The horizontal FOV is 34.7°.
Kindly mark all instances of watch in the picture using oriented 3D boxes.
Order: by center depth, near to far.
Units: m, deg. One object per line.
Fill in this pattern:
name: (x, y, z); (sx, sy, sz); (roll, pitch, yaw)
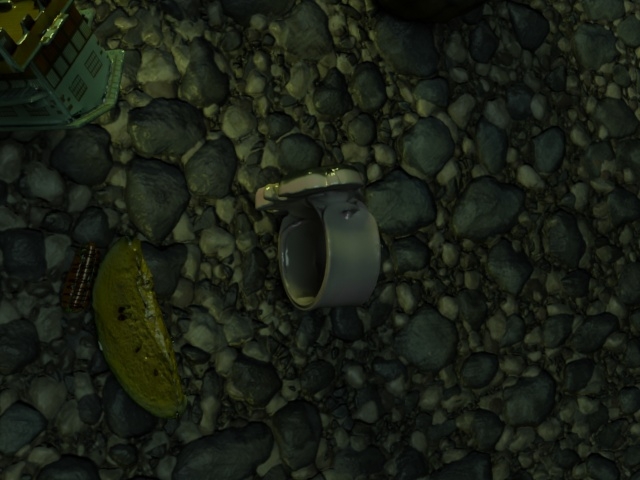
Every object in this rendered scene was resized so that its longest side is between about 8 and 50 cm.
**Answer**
watch: (0.000, 0.000, 1.728); (0.196, 0.244, 0.231); (-1, 79, -25)

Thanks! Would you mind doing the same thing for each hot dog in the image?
hot dog: (-0.386, 0.061, 1.658); (0.049, 0.037, 0.122); (17, 81, -26)

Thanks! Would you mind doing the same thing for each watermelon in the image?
watermelon: (-0.286, 0.146, 1.645); (0.123, 0.129, 0.301); (-17, 87, -27)

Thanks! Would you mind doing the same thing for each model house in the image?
model house: (-0.442, -0.271, 1.519); (0.215, 0.224, 0.198); (60, 42, -41)

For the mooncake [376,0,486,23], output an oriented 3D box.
mooncake: (0.208, -0.550, 1.915); (0.290, 0.161, 0.290); (3, 84, -26)
